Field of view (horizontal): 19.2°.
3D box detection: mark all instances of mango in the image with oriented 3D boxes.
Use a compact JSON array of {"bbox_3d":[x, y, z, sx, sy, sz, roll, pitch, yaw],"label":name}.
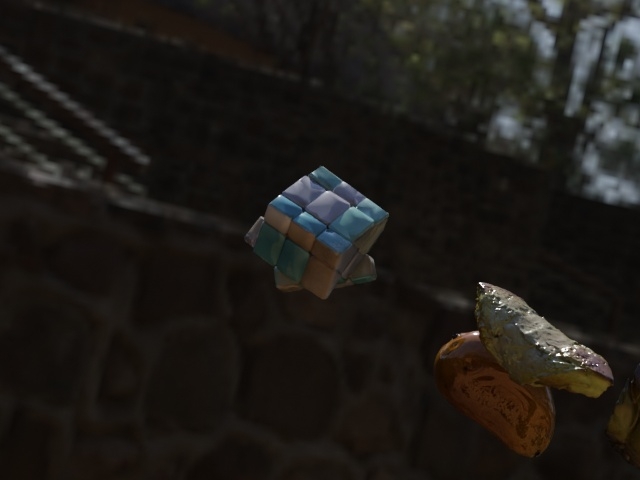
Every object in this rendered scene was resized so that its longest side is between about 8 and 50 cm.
[{"bbox_3d":[0.203,0.165,2.121,0.159,0.105,0.084,40,24,-2],"label":"mango"}]

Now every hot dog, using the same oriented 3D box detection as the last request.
[{"bbox_3d":[0.201,0.106,1.763,0.078,0.061,0.169,-1,33,-48],"label":"hot dog"}]

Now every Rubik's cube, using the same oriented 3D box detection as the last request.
[{"bbox_3d":[0.000,0.002,1.247,0.084,0.073,0.075,-19,53,-37],"label":"Rubik's cube"}]

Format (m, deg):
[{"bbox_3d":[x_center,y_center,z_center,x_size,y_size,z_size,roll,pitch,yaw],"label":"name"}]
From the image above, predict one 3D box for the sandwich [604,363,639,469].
[{"bbox_3d":[0.316,0.092,1.538,0.065,0.214,0.186,32,-7,19],"label":"sandwich"}]
